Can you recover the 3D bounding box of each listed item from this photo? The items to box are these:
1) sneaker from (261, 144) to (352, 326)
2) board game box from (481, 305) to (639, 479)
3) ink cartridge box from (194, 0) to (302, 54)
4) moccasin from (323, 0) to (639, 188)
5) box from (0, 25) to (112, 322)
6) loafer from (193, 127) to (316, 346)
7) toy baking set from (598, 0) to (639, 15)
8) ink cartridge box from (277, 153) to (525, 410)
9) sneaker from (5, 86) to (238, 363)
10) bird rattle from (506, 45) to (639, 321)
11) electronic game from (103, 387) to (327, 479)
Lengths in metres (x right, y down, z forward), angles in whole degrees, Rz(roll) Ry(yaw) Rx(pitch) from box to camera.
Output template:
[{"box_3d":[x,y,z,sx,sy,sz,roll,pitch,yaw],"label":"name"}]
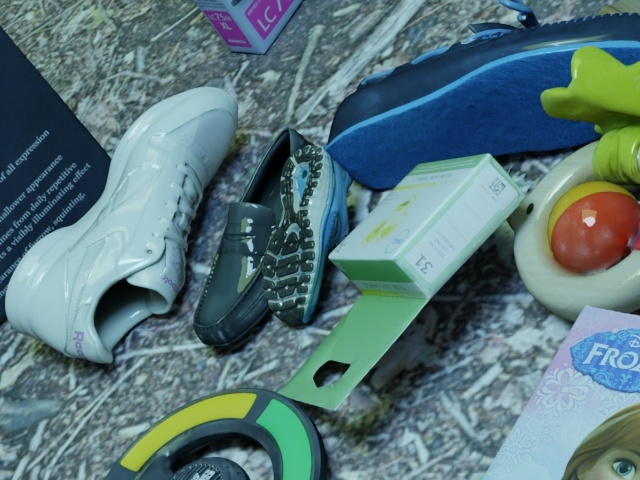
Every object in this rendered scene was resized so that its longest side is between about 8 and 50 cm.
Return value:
[{"box_3d":[0.000,0.000,1.639,0.063,0.073,0.162,-2,71,44],"label":"sneaker"},{"box_3d":[0.243,0.206,1.236,0.318,0.066,0.318,10,57,43],"label":"board game box"},{"box_3d":[-0.103,-0.362,1.888,0.065,0.311,0.186,10,58,45],"label":"ink cartridge box"},{"box_3d":[0.149,-0.149,1.614,0.342,0.138,0.117,-11,46,30],"label":"moccasin"},{"box_3d":[-0.436,-0.105,1.817,0.293,0.395,0.212,-47,39,-13],"label":"box"},{"box_3d":[-0.061,-0.004,1.678,0.076,0.078,0.223,2,52,39],"label":"loafer"},{"box_3d":[0.362,-0.221,1.610,0.256,0.030,0.197,10,57,43],"label":"toy baking set"},{"box_3d":[0.049,0.031,1.525,0.235,0.056,0.171,-45,12,-12],"label":"ink cartridge box"},{"box_3d":[-0.157,-0.009,1.758,0.152,0.114,0.305,27,74,35],"label":"sneaker"},{"box_3d":[0.251,-0.016,1.453,0.207,0.143,0.253,-39,49,17],"label":"bird rattle"},{"box_3d":[-0.097,0.217,1.506,0.229,0.048,0.229,-21,40,19],"label":"electronic game"}]
